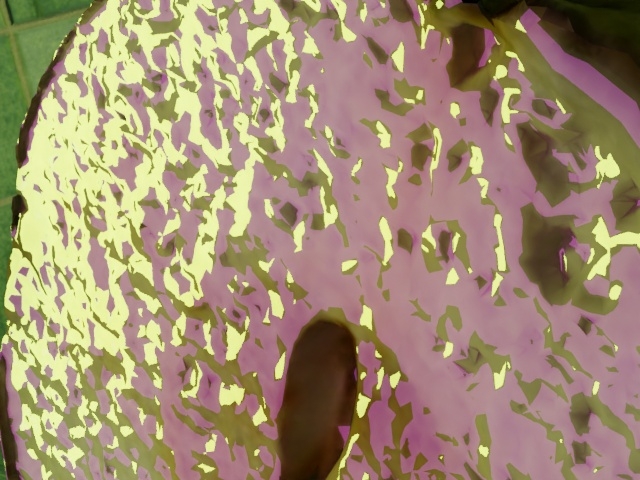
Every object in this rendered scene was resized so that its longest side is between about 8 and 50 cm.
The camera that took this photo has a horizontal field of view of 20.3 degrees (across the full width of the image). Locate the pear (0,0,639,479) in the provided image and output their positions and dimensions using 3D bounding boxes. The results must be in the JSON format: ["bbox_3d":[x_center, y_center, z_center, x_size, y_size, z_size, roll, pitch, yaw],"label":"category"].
[{"bbox_3d":[0.055,0.063,0.598,0.340,0.191,0.386,44,131,31],"label":"pear"}]
